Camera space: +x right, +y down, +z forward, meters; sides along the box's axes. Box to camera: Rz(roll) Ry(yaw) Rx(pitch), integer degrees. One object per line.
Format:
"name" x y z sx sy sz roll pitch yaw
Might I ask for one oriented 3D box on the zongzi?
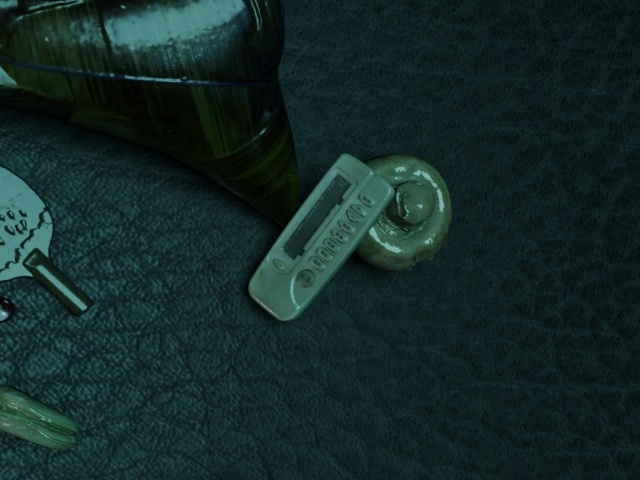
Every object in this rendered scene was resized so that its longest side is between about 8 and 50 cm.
"zongzi" -0.221 -0.142 1.299 0.403 0.208 0.432 -16 115 -14

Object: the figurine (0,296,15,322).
"figurine" -0.489 0.021 1.095 0.323 0.196 0.320 52 25 -47

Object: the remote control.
"remote control" 0.000 0.000 1.372 0.090 0.049 0.230 39 97 17

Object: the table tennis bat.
"table tennis bat" -0.373 0.006 1.279 0.234 0.022 0.131 46 68 -10

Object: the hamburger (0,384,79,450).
"hamburger" -0.334 0.214 1.233 0.121 0.084 0.054 31 71 -19

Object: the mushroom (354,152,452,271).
"mushroom" 0.106 -0.038 1.432 0.166 0.127 0.166 0 90 -21
